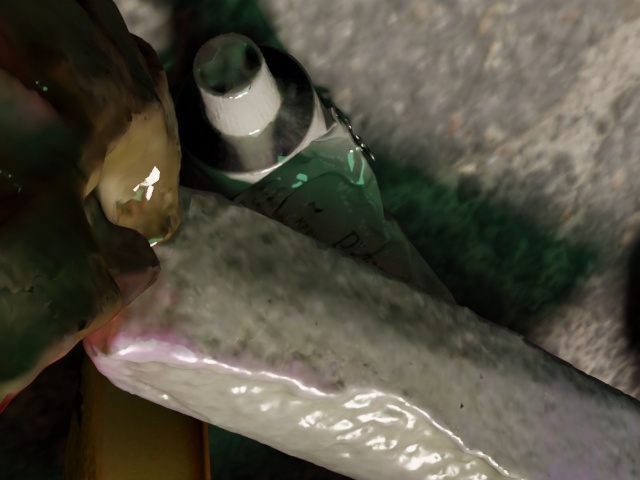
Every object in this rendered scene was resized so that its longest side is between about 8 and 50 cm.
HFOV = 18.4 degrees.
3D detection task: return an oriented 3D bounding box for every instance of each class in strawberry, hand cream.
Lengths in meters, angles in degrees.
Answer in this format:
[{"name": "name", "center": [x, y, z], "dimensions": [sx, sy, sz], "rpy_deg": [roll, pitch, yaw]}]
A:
[{"name": "strawberry", "center": [-0.190, 0.039, 0.560], "dimensions": [0.336, 0.149, 0.265], "rpy_deg": [-40, -170, 24]}, {"name": "hand cream", "center": [-0.002, -0.003, 0.773], "dimensions": [0.084, 0.050, 0.257], "rpy_deg": [-36, 146, -1]}]

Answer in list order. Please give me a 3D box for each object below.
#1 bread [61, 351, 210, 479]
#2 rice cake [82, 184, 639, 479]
[{"name": "bread", "center": [-0.067, 0.136, 0.714], "dimensions": [0.049, 0.226, 0.088], "rpy_deg": [7, 128, -13]}, {"name": "rice cake", "center": [0.056, 0.074, 0.788], "dimensions": [0.064, 0.070, 0.399], "rpy_deg": [-21, 145, 38]}]
